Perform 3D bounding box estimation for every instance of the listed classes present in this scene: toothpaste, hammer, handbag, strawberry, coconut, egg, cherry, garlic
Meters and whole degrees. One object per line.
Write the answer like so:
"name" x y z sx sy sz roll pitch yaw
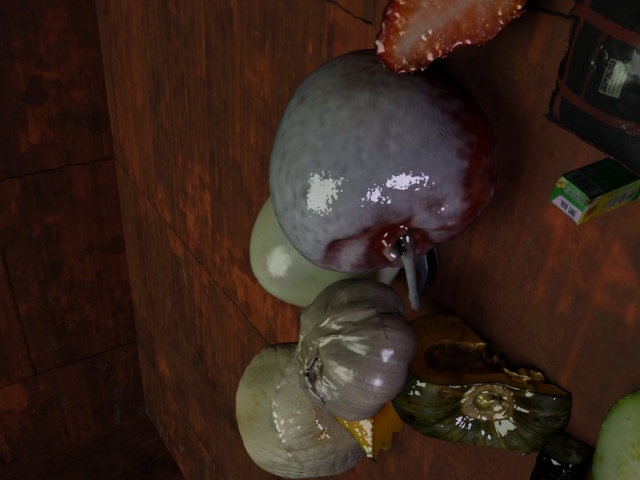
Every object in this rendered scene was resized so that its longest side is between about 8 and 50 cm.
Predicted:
"toothpaste" 0.321 -0.065 0.736 0.043 0.178 0.037 48 143 34
"hammer" 0.114 0.036 1.287 0.290 0.037 0.137 -2 103 59
"handbag" 0.324 -0.186 0.686 0.169 0.155 0.215 -128 33 -46
"strawberry" 0.174 -0.319 0.875 0.236 0.107 0.175 -19 90 23
"coconut" -0.040 0.359 1.497 0.329 0.329 0.329 36 136 46
"egg" 0.002 0.005 1.172 0.286 0.174 0.264 -32 90 28
"cherry" 0.071 -0.111 0.992 0.335 0.326 0.291 45 175 31
"garlic" 0.042 0.168 1.067 0.228 0.152 0.228 -41 40 47

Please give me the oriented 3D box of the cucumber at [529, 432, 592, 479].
"cucumber" 0.351 0.416 1.079 0.072 0.072 0.300 41 140 41

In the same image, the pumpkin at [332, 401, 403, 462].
"pumpkin" 0.083 0.277 1.347 0.149 0.130 0.254 6 103 33

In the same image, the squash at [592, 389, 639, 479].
"squash" 0.423 0.313 0.760 0.309 0.210 0.233 48 129 28

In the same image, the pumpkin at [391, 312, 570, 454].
"pumpkin" 0.247 0.226 1.129 0.280 0.190 0.139 6 120 11
